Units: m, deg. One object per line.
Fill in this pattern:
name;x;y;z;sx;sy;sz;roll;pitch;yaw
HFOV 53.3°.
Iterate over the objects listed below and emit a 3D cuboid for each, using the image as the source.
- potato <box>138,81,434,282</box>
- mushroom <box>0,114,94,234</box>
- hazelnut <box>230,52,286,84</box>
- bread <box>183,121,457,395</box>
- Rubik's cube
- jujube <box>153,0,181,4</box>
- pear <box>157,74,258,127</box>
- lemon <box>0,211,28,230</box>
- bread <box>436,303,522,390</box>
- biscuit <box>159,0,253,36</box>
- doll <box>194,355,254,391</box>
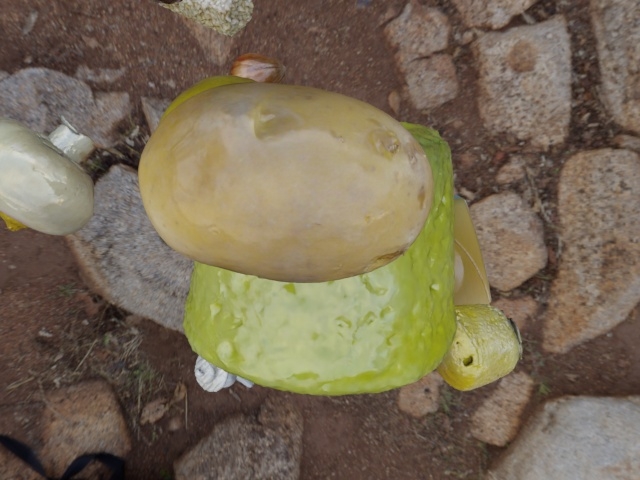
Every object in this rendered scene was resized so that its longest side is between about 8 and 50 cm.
potato;-0.028;-0.047;0.508;0.234;0.146;0.150;4;72;-4
mushroom;-0.495;-0.123;1.135;0.246;0.246;0.202;44;82;-7
hazelnut;-0.167;-0.443;1.748;0.151;0.150;0.150;0;90;-10
bread;0.000;0.000;0.791;0.349;0.348;0.307;-4;110;-10
Rubik's cube;0.191;0.088;1.651;0.352;0.352;0.347;-19;96;-43
jujube;-0.063;-0.225;0.405;0.166;0.104;0.104;-22;95;28
pear;-0.153;-0.131;1.140;0.285;0.284;0.336;-22;53;-10
lemon;-0.769;-0.139;1.709;0.188;0.188;0.256;31;88;-9
bread;0.315;0.218;1.365;0.171;0.197;0.197;-11;92;-18
biscuit;-0.185;-0.390;1.021;0.169;0.070;0.082;27;68;22
doll;-0.253;0.361;1.816;0.119;0.293;0.138;-36;68;22
